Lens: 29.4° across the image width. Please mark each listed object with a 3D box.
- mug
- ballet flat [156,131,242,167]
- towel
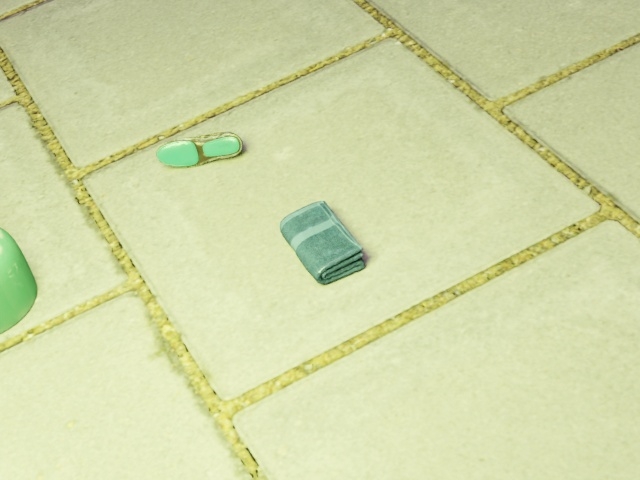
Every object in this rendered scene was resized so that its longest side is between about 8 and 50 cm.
[{"bbox_3d":[-0.423,0.045,1.429,0.157,0.097,0.129,-18,41,-5],"label":"mug"},{"bbox_3d":[-0.155,-0.119,1.587,0.114,0.041,0.041,-8,41,8],"label":"ballet flat"},{"bbox_3d":[0.000,0.000,1.409,0.067,0.029,0.119,-25,42,-11],"label":"towel"}]
